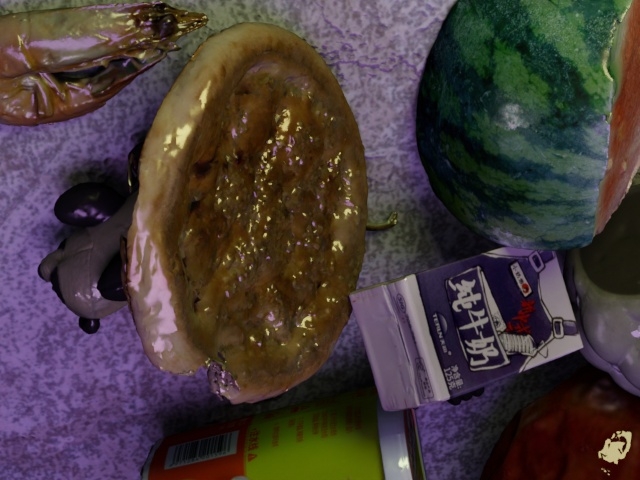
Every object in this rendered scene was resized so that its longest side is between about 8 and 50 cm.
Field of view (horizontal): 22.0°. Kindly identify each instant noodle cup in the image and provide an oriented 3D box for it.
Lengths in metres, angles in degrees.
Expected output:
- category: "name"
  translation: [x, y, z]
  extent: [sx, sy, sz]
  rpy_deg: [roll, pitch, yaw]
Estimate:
- category: "instant noodle cup"
  translation: [-0.033, 0.312, 1.902]
  extent: [0.307, 0.294, 0.294]
  rpy_deg: [-9, 126, 6]

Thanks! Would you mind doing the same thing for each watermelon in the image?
- category: "watermelon"
  translation: [0.252, -0.145, 1.659]
  extent: [0.319, 0.222, 0.292]
  rpy_deg: [-17, 130, 2]

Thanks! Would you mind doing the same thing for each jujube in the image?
- category: "jujube"
  translation: [0.312, 0.323, 1.954]
  extent: [0.276, 0.276, 0.377]
  rpy_deg: [5, 123, -13]

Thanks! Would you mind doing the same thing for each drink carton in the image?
- category: "drink carton"
  translation: [0.157, 0.085, 1.738]
  extent: [0.222, 0.134, 0.102]
  rpy_deg: [-15, 176, -37]

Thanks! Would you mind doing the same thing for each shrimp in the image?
- category: "shrimp"
  translation: [-0.238, -0.181, 1.642]
  extent: [0.267, 0.061, 0.145]
  rpy_deg: [-19, 134, 0]

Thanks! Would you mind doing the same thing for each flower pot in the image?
- category: "flower pot"
  translation: [0.388, 0.059, 1.810]
  extent: [0.246, 0.246, 0.195]
  rpy_deg: [-28, 129, 10]

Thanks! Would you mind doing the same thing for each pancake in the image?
- category: "pancake"
  translation: [-0.063, -0.015, 1.638]
  extent: [0.071, 0.382, 0.382]
  rpy_deg: [6, 136, 36]

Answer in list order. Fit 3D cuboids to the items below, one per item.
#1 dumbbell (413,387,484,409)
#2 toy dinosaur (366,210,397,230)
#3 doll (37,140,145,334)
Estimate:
- category: "dumbbell"
  translation: [0.174, 0.114, 1.877]
  extent: [0.208, 0.099, 0.099]
  rpy_deg: [-47, 123, -8]
- category: "toy dinosaur"
  translation: [-0.002, -0.012, 1.814]
  extent: [0.180, 0.037, 0.058]
  rpy_deg: [-14, 121, -1]
- category: "doll"
  translation: [-0.185, -0.001, 1.727]
  extent: [0.234, 0.143, 0.135]
  rpy_deg: [-31, 153, 1]
